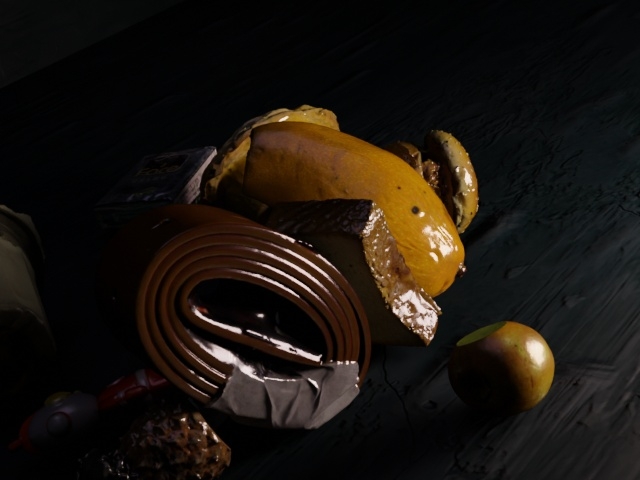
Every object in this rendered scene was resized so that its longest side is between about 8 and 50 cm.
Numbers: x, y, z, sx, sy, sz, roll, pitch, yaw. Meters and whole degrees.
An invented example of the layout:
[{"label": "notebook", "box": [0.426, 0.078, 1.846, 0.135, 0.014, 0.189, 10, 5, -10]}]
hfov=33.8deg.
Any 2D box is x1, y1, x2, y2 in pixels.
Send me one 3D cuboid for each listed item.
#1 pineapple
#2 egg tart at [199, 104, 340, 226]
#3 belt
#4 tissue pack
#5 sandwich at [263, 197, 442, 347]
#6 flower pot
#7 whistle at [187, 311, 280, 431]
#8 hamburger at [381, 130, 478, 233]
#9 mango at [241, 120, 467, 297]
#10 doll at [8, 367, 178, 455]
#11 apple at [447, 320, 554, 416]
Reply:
[{"label": "pineapple", "box": [-0.218, 0.270, 1.155, 0.237, 0.111, 0.119, -34, -1, -17]}, {"label": "egg tart", "box": [-0.068, -0.102, 1.718, 0.288, 0.288, 0.118, -26, 63, -20]}, {"label": "belt", "box": [-0.089, 0.090, 1.207, 0.122, 0.338, 0.217, 21, 83, 53]}, {"label": "tissue pack", "box": [-0.308, -0.100, 2.031, 0.173, 0.073, 0.235, -5, 27, 21]}, {"label": "sandwich", "box": [0.035, 0.041, 1.336, 0.186, 0.215, 0.065, 1, 46, 37]}, {"label": "flower pot", "box": [-0.502, 0.108, 1.503, 0.290, 0.290, 0.259, -24, 36, -17]}, {"label": "whistle", "box": [-0.092, 0.152, 1.370, 0.062, 0.062, 0.312, 0, 29, 32]}, {"label": "hamburger", "box": [0.167, -0.084, 1.596, 0.113, 0.185, 0.177, -24, 69, -7]}, {"label": "mango", "box": [0.045, -0.051, 1.459, 0.359, 0.144, 0.187, 41, 70, 12]}, {"label": "doll", "box": [-0.276, 0.213, 1.329, 0.245, 0.076, 0.142, -19, -8, -7]}, {"label": "apple", "box": [0.201, 0.143, 1.165, 0.102, 0.099, 0.114, -30, 1, -40]}]
